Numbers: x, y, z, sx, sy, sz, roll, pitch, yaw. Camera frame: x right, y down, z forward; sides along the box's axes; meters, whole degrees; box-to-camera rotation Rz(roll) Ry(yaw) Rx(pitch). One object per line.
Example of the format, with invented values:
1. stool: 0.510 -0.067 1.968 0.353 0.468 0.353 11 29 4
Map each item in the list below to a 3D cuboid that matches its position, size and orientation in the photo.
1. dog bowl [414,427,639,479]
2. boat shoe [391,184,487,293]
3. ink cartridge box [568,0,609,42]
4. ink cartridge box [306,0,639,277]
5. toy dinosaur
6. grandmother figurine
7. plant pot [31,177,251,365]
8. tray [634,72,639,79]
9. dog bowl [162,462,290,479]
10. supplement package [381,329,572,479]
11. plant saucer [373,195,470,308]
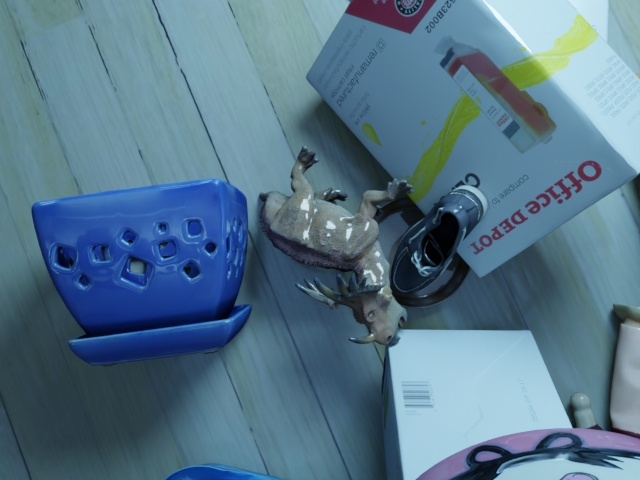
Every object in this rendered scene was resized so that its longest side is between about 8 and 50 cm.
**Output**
1. dog bowl: 0.228 0.350 0.580 0.408 0.150 0.408 1 120 1
2. boat shoe: 0.141 0.011 0.809 0.075 0.206 0.065 42 46 10
3. ink cartridge box: 0.325 -0.335 0.908 0.172 0.100 0.237 3 86 1
4. ink cartridge box: 0.203 -0.183 0.791 0.385 0.279 0.160 50 52 5
5. toy dinosaur: 0.000 0.000 0.829 0.295 0.127 0.200 24 69 22
6. grandmother figurine: 0.460 0.272 0.853 0.208 0.104 0.342 11 88 34
7. plant pot: -0.214 0.043 0.822 0.236 0.236 0.212 -7 90 0
8. tray: 0.568 -0.062 0.816 0.202 0.076 0.411 -8 63 1
9. dog bowl: -0.096 0.409 0.859 0.297 0.074 0.166 12 85 3
10. supplement package: 0.186 0.249 0.760 0.204 0.262 0.145 0 120 1
11. plant saucer: 0.141 0.017 0.914 0.168 0.029 0.168 0 85 2
